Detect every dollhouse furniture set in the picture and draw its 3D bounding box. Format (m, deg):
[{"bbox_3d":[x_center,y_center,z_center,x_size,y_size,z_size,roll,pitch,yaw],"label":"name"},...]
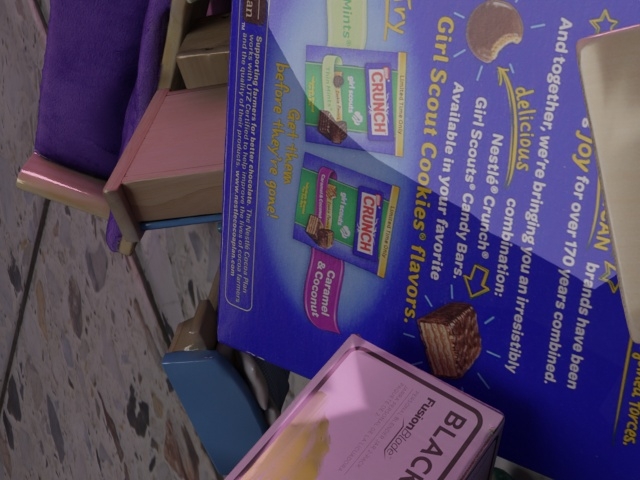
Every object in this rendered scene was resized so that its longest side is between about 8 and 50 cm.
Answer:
[{"bbox_3d":[0.000,0.000,0.854,0.286,0.198,0.303,-76,-25,-50],"label":"dollhouse furniture set"}]

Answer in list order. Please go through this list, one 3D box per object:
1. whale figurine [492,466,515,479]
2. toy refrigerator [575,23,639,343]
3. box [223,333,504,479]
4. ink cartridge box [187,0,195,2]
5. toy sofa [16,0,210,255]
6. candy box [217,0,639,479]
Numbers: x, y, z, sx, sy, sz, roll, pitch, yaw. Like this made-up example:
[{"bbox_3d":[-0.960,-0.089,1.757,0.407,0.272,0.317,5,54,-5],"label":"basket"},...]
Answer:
[{"bbox_3d":[0.160,0.245,0.625,0.272,0.141,0.216,-111,18,-70],"label":"whale figurine"},{"bbox_3d":[0.226,-0.042,0.311,0.270,0.094,0.102,-10,97,25],"label":"toy refrigerator"},{"bbox_3d":[0.006,0.205,0.551,0.087,0.169,0.290,28,145,24],"label":"box"},{"bbox_3d":[-0.079,-0.302,0.814,0.235,0.171,0.056,57,174,34],"label":"ink cartridge box"},{"bbox_3d":[-0.200,-0.171,1.001,0.177,0.150,0.362,-72,2,-48],"label":"toy sofa"},{"bbox_3d":[0.106,-0.032,0.521,0.317,0.122,0.268,19,115,33],"label":"candy box"}]
